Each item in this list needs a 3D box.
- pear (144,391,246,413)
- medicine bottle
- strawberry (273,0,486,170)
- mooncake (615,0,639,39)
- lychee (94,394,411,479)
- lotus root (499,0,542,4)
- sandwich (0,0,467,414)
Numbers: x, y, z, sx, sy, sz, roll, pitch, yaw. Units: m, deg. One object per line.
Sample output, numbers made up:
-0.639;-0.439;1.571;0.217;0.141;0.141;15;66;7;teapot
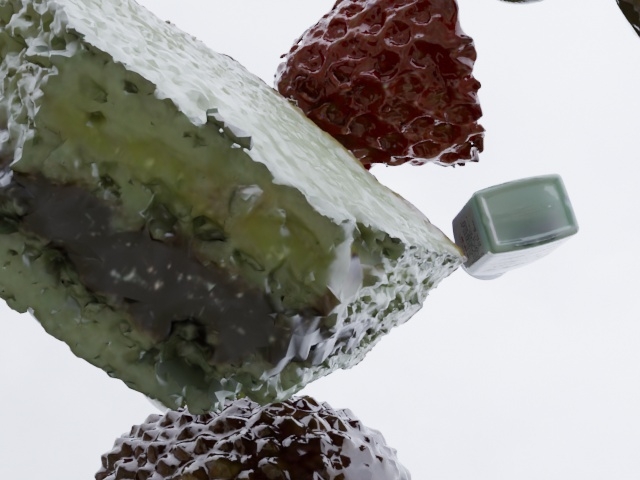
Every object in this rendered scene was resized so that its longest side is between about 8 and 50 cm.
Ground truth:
-0.110;0.093;0.938;0.212;0.212;0.269;46;-22;-8;pear
0.146;-0.006;0.688;0.118;0.074;0.055;113;-38;-73;medicine bottle
0.038;-0.162;0.820;0.178;0.234;0.234;-17;-60;-11;strawberry
0.213;-0.086;0.308;0.228;0.228;0.124;39;-52;-3;mooncake
-0.050;0.224;0.659;0.271;0.236;0.236;16;-54;19;lychee
0.159;-0.203;0.645;0.049;0.054;0.099;50;-15;-29;lotus root
-0.072;-0.030;0.502;0.262;0.325;0.131;43;-79;16;sandwich
